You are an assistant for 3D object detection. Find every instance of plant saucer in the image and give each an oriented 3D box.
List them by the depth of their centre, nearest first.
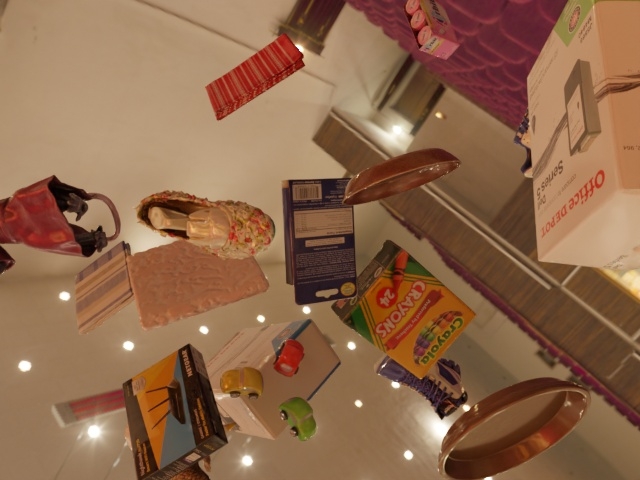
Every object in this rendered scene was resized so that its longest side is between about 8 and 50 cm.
[{"bbox_3d":[0.105,-0.088,0.731,0.168,0.169,0.029,-9,-101,-60],"label":"plant saucer"},{"bbox_3d":[0.316,0.315,0.897,0.278,0.277,0.041,17,-148,-36],"label":"plant saucer"}]

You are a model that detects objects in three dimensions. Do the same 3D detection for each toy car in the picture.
[{"bbox_3d":[-0.079,0.341,1.212,0.239,0.053,0.225,-20,-117,-41],"label":"toy car"}]

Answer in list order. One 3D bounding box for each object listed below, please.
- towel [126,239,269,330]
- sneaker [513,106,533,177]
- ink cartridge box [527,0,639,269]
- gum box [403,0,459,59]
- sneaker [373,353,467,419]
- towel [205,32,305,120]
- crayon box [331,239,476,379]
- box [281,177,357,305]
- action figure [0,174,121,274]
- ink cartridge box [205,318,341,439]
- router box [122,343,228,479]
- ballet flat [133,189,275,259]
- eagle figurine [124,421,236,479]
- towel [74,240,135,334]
[{"bbox_3d":[-0.345,0.092,1.466,0.332,0.053,0.317,-18,-143,-17],"label":"towel"},{"bbox_3d":[0.584,-0.307,1.439,0.112,0.131,0.296,-80,-24,-72],"label":"sneaker"},{"bbox_3d":[0.320,-0.127,0.587,0.115,0.272,0.198,4,159,3],"label":"ink cartridge box"},{"bbox_3d":[0.317,-0.623,1.551,0.107,0.062,0.188,6,-122,-32],"label":"gum box"},{"bbox_3d":[0.331,0.425,1.606,0.316,0.127,0.182,22,-157,-25],"label":"sneaker"},{"bbox_3d":[-0.178,-0.439,1.418,0.031,0.275,0.198,53,-172,-42],"label":"towel"},{"bbox_3d":[0.207,0.171,1.209,0.319,0.202,0.081,38,-178,-25],"label":"crayon box"},{"bbox_3d":[0.000,0.000,0.982,0.137,0.225,0.037,-5,-176,-29],"label":"box"},{"bbox_3d":[-0.681,-0.057,1.188,0.371,0.247,0.275,-3,-161,6],"label":"action figure"},{"bbox_3d":[-0.178,0.383,1.516,0.285,0.395,0.166,-42,-76,-34],"label":"ink cartridge box"},{"bbox_3d":[-0.231,0.269,0.839,0.179,0.133,0.046,58,180,44],"label":"router box"},{"bbox_3d":[-0.173,-0.020,0.751,0.241,0.091,0.077,10,-171,37],"label":"ballet flat"},{"bbox_3d":[-0.271,0.417,1.062,0.226,0.225,0.298,38,180,-9],"label":"eagle figurine"},{"bbox_3d":[-0.634,0.133,1.589,0.034,0.209,0.285,55,178,-40],"label":"towel"}]
